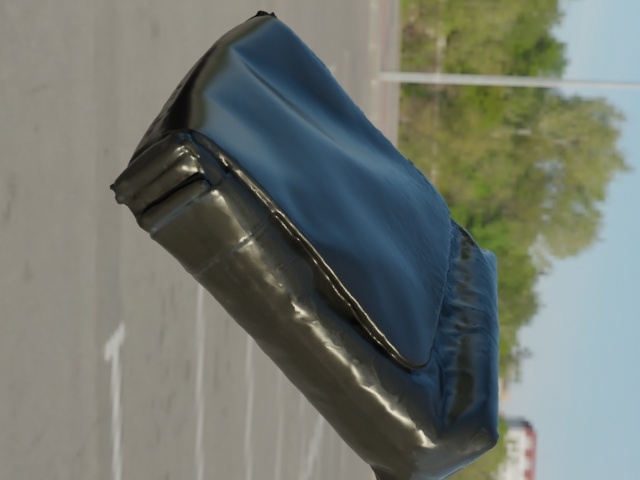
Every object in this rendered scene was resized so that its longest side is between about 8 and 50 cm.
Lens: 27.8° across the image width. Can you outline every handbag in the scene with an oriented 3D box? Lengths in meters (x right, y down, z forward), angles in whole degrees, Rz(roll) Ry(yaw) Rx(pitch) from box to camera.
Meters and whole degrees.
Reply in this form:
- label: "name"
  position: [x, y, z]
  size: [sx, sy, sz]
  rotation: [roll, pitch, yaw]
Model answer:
- label: "handbag"
  position: [0.000, 0.000, 0.680]
  size: [0.223, 0.080, 0.247]
  rotation: [46, 21, -13]
